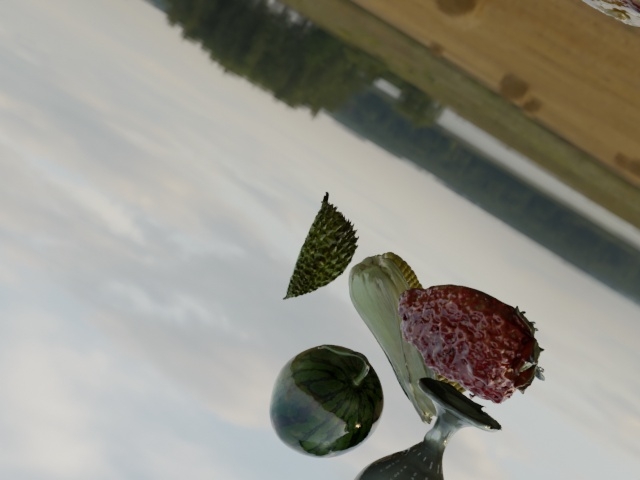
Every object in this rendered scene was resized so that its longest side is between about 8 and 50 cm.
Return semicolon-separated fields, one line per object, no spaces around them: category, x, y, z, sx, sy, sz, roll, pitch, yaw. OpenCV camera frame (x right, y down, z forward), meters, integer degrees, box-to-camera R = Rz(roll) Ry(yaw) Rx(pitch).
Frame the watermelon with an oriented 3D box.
watermelon;0.015;0.191;1.565;0.141;0.140;0.187;30;143;-13

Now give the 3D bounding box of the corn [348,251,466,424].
corn;0.149;0.165;2.174;0.305;0.123;0.122;62;-150;-10

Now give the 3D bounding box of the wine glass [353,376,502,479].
wine glass;0.111;0.295;1.562;0.126;0.241;0.126;29;-174;-4

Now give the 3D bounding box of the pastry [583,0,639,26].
pastry;0.333;-0.386;1.240;0.388;0.313;0.388;34;-147;-25

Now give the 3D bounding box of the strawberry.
strawberry;0.184;0.128;1.696;0.228;0.098;0.174;29;152;21

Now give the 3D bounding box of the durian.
durian;0.000;0.000;2.036;0.086;0.215;0.100;42;145;-26
